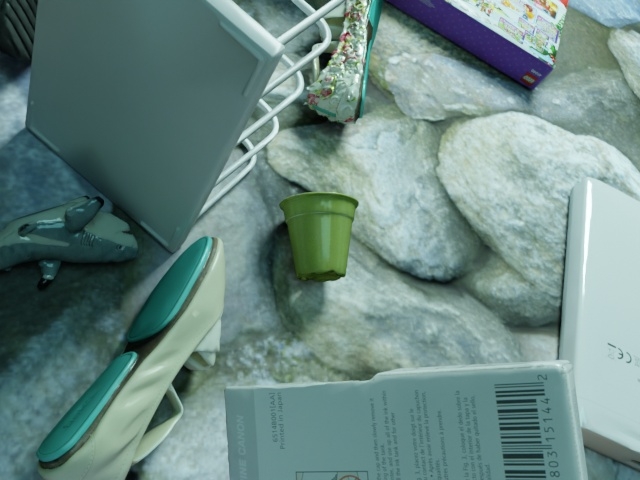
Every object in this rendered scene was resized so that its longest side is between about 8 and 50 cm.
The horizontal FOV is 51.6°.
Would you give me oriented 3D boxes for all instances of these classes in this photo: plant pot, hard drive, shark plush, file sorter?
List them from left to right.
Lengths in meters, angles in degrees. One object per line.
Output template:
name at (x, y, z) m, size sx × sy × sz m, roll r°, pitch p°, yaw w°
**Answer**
shark plush at (-0.242, 0.010, 0.576) m, size 0.161 × 0.073 × 0.067 m, roll -25°, pitch 106°, yaw -38°
file sorter at (-0.118, -0.163, 0.594) m, size 0.193 × 0.278 × 0.173 m, roll 41°, pitch 50°, yaw 1°
plant pot at (0.000, 0.000, 0.683) m, size 0.083 × 0.083 × 0.079 m, roll 4°, pitch 73°, yaw -23°
hard drive at (0.407, 0.109, 0.825) m, size 0.233 × 0.047 × 0.353 m, roll 25°, pitch 57°, yaw -10°

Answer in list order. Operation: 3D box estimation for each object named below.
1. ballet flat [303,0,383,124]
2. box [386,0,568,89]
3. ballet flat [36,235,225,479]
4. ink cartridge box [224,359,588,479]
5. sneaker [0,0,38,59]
ballet flat at (0.030, -0.246, 0.825) m, size 0.077 × 0.091 × 0.241 m, roll 8°, pitch 54°, yaw 5°
box at (0.232, -0.378, 1.000) m, size 0.293 × 0.057 × 0.201 m, roll 29°, pitch 57°, yaw -8°
ballet flat at (-0.137, 0.106, 0.565) m, size 0.086 × 0.086 × 0.248 m, roll 34°, pitch 56°, yaw -4°
ink cartridge box at (0.065, 0.244, 0.482) m, size 0.066 × 0.261 × 0.296 m, roll 15°, pitch 69°, yaw -65°
sneaker at (-0.329, -0.326, 0.692) m, size 0.146 × 0.122 × 0.330 m, roll 2°, pitch 63°, yaw -4°
